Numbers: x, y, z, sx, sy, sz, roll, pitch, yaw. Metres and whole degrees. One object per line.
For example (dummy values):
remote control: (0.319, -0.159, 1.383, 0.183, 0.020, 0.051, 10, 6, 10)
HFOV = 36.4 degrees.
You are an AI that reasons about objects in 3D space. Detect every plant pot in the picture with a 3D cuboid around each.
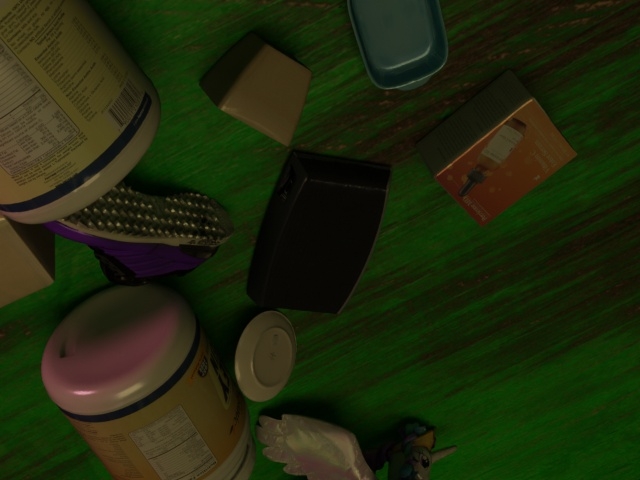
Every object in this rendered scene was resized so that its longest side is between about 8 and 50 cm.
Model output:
plant pot: (-0.073, -0.197, 1.225, 0.109, 0.109, 0.096, 27, 103, -29)

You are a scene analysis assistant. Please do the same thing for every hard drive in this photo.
hard drive: (0.000, 0.000, 1.416, 0.172, 0.054, 0.255, 7, 123, -20)

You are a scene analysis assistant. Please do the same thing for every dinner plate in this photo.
dinner plate: (-0.078, 0.178, 1.493, 0.017, 0.141, 0.141, 5, 140, 37)

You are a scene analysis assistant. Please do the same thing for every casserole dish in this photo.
casserole dish: (0.097, -0.280, 1.247, 0.114, 0.037, 0.188, -21, 129, 1)

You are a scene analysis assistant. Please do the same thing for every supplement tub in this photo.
supplement tub: (-0.237, 0.239, 1.421, 0.228, 0.228, 0.316, -22, 129, 2)
supplement tub: (-0.353, -0.201, 1.060, 0.235, 0.235, 0.325, -30, 127, 8)

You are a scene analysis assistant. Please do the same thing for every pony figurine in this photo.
pony figurine: (0.059, 0.460, 1.632, 0.351, 0.363, 0.303, 2, 134, 3)

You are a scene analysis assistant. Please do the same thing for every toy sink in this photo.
toy sink: (-0.470, 0.018, 1.245, 0.234, 0.153, 0.131, -24, 128, 2)

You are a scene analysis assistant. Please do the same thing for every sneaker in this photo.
sneaker: (-0.262, 0.003, 1.287, 0.293, 0.102, 0.146, 11, 134, -44)

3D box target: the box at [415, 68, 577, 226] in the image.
box: (0.245, -0.127, 1.364, 0.170, 0.091, 0.130, -40, 126, 15)
